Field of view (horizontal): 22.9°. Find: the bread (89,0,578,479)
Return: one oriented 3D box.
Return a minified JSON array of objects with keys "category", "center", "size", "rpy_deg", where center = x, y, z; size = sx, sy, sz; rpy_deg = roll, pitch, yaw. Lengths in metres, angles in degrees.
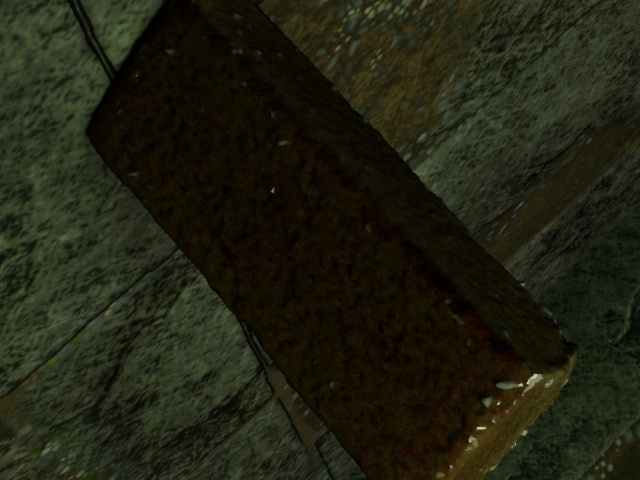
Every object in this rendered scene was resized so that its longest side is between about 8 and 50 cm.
[{"category":"bread","center":[0.000,0.000,1.175],"size":[0.165,0.416,0.113],"rpy_deg":[-49,158,21]}]
